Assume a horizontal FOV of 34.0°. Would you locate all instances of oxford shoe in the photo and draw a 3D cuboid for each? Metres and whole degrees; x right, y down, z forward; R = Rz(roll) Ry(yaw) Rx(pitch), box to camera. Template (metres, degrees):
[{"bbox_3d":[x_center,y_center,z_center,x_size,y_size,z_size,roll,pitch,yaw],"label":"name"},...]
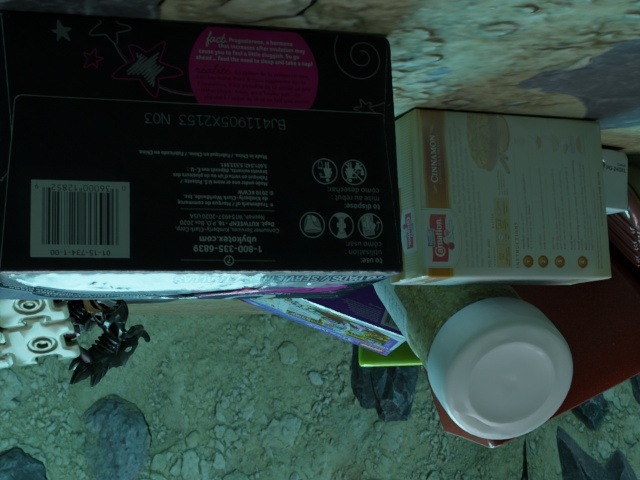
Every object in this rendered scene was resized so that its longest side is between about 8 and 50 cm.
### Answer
[{"bbox_3d":[0.392,-0.037,1.228,0.130,0.123,0.348,-39,157,9],"label":"oxford shoe"}]

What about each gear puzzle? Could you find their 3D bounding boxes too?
[{"bbox_3d":[-0.369,0.031,1.128,0.176,0.044,0.339,-8,141,-8],"label":"gear puzzle"}]

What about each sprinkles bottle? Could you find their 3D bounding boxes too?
[{"bbox_3d":[0.128,0.061,1.056,0.121,0.121,0.355,-1,-160,-12],"label":"sprinkles bottle"}]

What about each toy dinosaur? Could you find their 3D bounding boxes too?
[{"bbox_3d":[-0.300,0.049,1.319,0.322,0.218,0.164,-7,-149,-8],"label":"toy dinosaur"}]

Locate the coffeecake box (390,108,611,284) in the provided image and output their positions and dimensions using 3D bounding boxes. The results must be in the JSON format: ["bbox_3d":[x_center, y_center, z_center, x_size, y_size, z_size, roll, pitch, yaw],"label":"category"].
[{"bbox_3d":[0.153,-0.034,0.914,0.186,0.142,0.068,1,171,-22],"label":"coffeecake box"}]

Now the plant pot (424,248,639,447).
[{"bbox_3d":[0.253,0.091,1.348,0.267,0.235,0.267,-25,178,-8],"label":"plant pot"}]

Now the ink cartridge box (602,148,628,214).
[{"bbox_3d":[0.226,-0.054,1.086,0.109,0.063,0.150,4,171,-34],"label":"ink cartridge box"}]

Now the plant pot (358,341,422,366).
[{"bbox_3d":[0.175,0.095,1.665,0.227,0.207,0.228,-4,172,6],"label":"plant pot"}]

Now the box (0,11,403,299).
[{"bbox_3d":[-0.087,-0.043,0.692,0.247,0.163,0.142,0,171,-16],"label":"box"}]

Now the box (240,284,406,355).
[{"bbox_3d":[-0.023,0.071,1.425,0.293,0.057,0.201,21,166,0],"label":"box"}]
